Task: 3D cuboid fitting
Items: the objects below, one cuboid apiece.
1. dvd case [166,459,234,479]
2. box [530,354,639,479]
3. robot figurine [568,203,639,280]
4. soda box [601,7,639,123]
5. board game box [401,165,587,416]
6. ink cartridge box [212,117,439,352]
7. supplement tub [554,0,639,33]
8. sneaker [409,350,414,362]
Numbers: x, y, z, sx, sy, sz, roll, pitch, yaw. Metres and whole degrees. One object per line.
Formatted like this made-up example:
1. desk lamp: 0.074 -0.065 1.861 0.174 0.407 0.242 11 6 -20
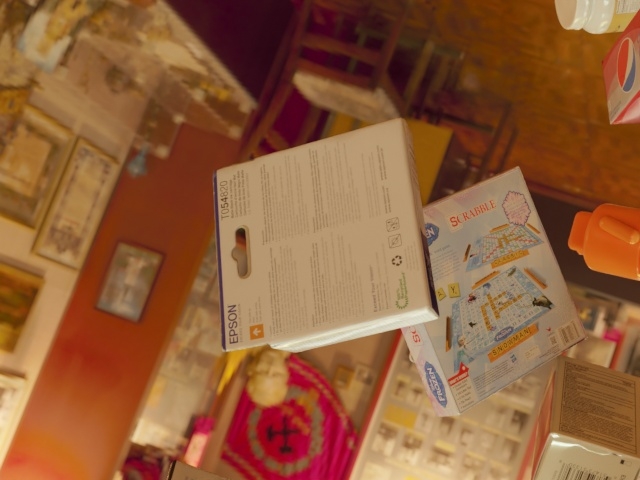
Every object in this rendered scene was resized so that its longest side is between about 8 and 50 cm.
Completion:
1. dvd case: -0.134 0.460 1.604 0.253 0.180 0.022 22 135 -11
2. box: 0.430 0.312 1.670 0.148 0.127 0.232 16 -152 9
3. robot figurine: 0.555 0.005 1.838 0.219 0.128 0.158 14 136 36
4. soda box: 0.405 -0.222 1.187 0.083 0.092 0.263 -2 164 -3
5. board game box: 0.258 0.076 1.686 0.318 0.318 0.066 -22 -179 -34
6. ink cartridge box: 0.000 0.000 1.082 0.223 0.223 0.045 -13 154 16
7. supplement tub: 0.491 -0.410 1.666 0.199 0.145 0.144 -6 174 -3
8. sneaker: 0.188 0.182 2.020 0.067 0.118 0.042 8 151 44
